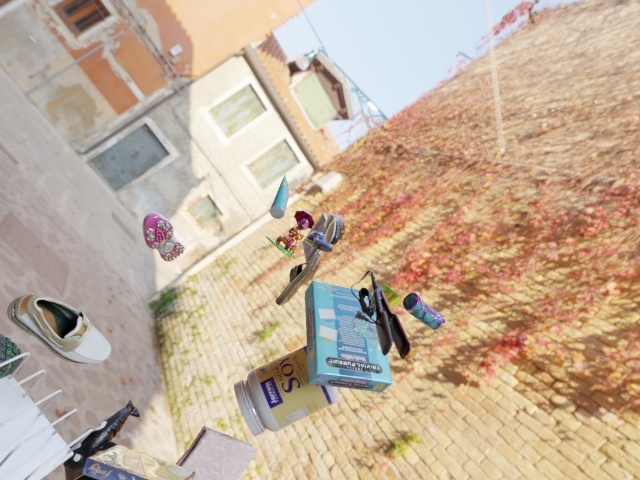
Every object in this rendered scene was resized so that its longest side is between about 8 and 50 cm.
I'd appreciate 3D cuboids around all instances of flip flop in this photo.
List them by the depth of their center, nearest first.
[{"bbox_3d":[-0.101,0.154,1.962,0.080,0.277,0.112,40,-5,21],"label":"flip flop"}]

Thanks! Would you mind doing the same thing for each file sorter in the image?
[{"bbox_3d":[-0.736,0.442,1.139,0.277,0.173,0.193,48,24,5],"label":"file sorter"}]

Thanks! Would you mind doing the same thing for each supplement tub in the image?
[{"bbox_3d":[-0.123,0.543,1.707,0.241,0.332,0.240,156,-90,-81],"label":"supplement tub"}]

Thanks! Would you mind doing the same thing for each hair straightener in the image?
[{"bbox_3d":[0.113,0.140,0.963,0.230,0.089,0.047,-102,-149,-50],"label":"hair straightener"}]

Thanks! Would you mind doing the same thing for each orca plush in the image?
[{"bbox_3d":[-0.759,0.717,1.678,0.102,0.287,0.151,29,-61,19],"label":"orca plush"}]

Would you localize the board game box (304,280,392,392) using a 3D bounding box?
[{"bbox_3d":[0.082,0.308,1.525,0.079,0.254,0.335,122,-26,-43],"label":"board game box"}]

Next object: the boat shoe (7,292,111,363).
[{"bbox_3d":[-0.685,0.249,1.272,0.302,0.104,0.113,49,39,-41],"label":"boat shoe"}]

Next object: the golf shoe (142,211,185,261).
[{"bbox_3d":[-0.619,-0.031,1.779,0.140,0.115,0.306,49,-19,21],"label":"golf shoe"}]

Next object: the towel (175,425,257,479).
[{"bbox_3d":[-0.412,0.838,1.669,0.053,0.316,0.331,25,-18,40],"label":"towel"}]

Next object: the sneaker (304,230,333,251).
[{"bbox_3d":[0.000,0.000,1.678,0.144,0.059,0.053,23,-20,49],"label":"sneaker"}]

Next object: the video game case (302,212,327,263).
[{"bbox_3d":[-0.018,-0.007,2.084,0.023,0.183,0.201,28,22,-22],"label":"video game case"}]

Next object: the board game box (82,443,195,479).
[{"bbox_3d":[-0.480,0.621,1.253,0.244,0.042,0.165,15,-11,8],"label":"board game box"}]

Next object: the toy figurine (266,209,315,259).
[{"bbox_3d":[-0.085,-0.032,1.588,0.130,0.159,0.173,38,0,-12],"label":"toy figurine"}]

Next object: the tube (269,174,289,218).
[{"bbox_3d":[-0.136,-0.152,1.658,0.207,0.052,0.080,-80,168,-54],"label":"tube"}]

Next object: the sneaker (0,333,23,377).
[{"bbox_3d":[-1.088,0.342,1.409,0.344,0.146,0.134,23,47,-27],"label":"sneaker"}]

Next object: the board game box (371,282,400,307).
[{"bbox_3d":[0.212,0.253,1.836,0.092,0.181,0.043,45,-20,40],"label":"board game box"}]

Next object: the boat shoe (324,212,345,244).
[{"bbox_3d":[0.033,-0.022,0.997,0.042,0.048,0.133,28,18,-8],"label":"boat shoe"}]

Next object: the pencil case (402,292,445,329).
[{"bbox_3d":[0.342,0.236,1.552,0.152,0.064,0.070,37,-37,-27],"label":"pencil case"}]

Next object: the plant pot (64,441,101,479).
[{"bbox_3d":[-0.913,0.878,1.815,0.165,0.167,0.167,45,-11,41],"label":"plant pot"}]
